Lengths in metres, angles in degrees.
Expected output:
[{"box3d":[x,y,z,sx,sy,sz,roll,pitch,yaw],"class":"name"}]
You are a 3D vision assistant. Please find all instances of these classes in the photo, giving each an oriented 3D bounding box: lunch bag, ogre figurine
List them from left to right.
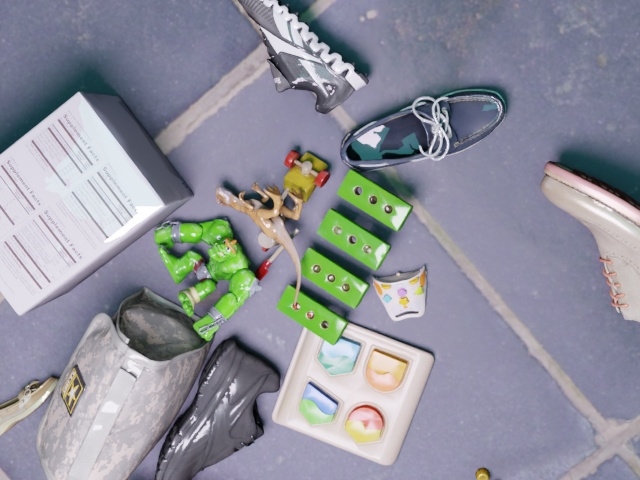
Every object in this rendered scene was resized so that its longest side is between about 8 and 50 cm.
[{"box3d":[-0.288,0.220,1.421,0.169,0.287,0.235,29,99,0],"class":"lunch bag"},{"box3d":[-0.168,0.041,1.482,0.118,0.197,0.096,-27,135,-5],"class":"ogre figurine"}]

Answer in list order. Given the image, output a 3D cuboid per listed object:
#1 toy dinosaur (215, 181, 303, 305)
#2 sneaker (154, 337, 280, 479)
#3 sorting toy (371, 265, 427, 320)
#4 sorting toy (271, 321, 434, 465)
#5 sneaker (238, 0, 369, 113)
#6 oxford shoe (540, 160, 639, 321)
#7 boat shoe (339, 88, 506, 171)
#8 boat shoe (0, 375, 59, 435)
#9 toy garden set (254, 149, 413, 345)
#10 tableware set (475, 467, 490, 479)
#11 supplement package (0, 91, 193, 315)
[{"box3d":[-0.065,-0.022,1.456,0.211,0.064,0.112,46,127,19],"class":"toy dinosaur"},{"box3d":[-0.162,0.297,1.517,0.130,0.109,0.286,29,102,-10],"class":"sneaker"},{"box3d":[0.127,0.087,1.502,0.083,0.045,0.075,-12,115,6],"class":"sorting toy"},{"box3d":[0.049,0.231,1.521,0.208,0.038,0.192,20,98,1],"class":"sorting toy"},{"box3d":[-0.047,-0.275,1.445,0.234,0.078,0.106,41,96,-3],"class":"sneaker"},{"box3d":[0.460,0.039,1.420,0.397,0.140,0.146,39,105,1],"class":"oxford shoe"},{"box3d":[0.151,-0.162,1.444,0.255,0.079,0.095,-12,95,6],"class":"boat shoe"},{"box3d":[-0.479,0.258,1.557,0.153,0.056,0.048,-36,98,15],"class":"boat shoe"},{"box3d":[0.000,0.000,1.485,0.204,0.049,0.244,32,106,14],"class":"toy garden set"},{"box3d":[0.223,0.426,1.542,0.104,0.024,0.154,35,99,3],"class":"tableware set"},{"box3d":[-0.363,-0.059,1.434,0.263,0.199,0.198,-36,92,8],"class":"supplement package"}]
